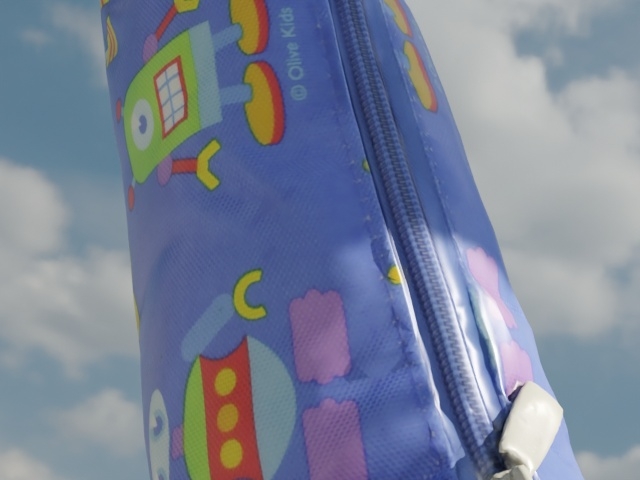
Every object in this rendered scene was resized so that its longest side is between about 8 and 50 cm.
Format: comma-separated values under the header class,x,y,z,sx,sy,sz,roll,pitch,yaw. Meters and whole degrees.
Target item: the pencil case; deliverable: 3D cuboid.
class,x,y,z,sx,sy,sz,roll,pitch,yaw
pencil case,0.000,0.000,0.398,0.119,0.306,0.133,8,-35,-32
